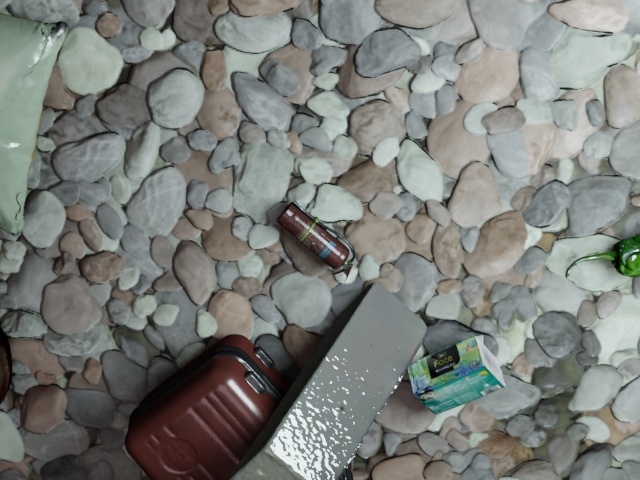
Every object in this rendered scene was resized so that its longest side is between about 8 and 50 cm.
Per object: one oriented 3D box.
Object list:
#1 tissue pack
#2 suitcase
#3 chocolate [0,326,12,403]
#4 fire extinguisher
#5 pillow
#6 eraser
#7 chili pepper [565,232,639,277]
[{"bbox_3d":[0.189,0.182,1.676,0.111,0.079,0.085,-26,141,17],"label":"tissue pack"},{"bbox_3d":[-0.115,0.307,1.712,0.236,0.161,0.297,-36,103,17],"label":"suitcase"},{"bbox_3d":[-0.600,0.199,1.703,0.283,0.186,0.284,1,103,3],"label":"chocolate"},{"bbox_3d":[0.000,0.000,1.649,0.132,0.039,0.056,40,119,-8],"label":"fire extinguisher"},{"bbox_3d":[-0.514,-0.185,1.598,0.310,0.119,0.313,17,112,4],"label":"pillow"},{"bbox_3d":[0.016,0.223,1.621,0.111,0.352,0.077,41,150,-8],"label":"eraser"},{"bbox_3d":[0.475,0.042,1.590,0.278,0.065,0.122,22,108,-6],"label":"chili pepper"}]
